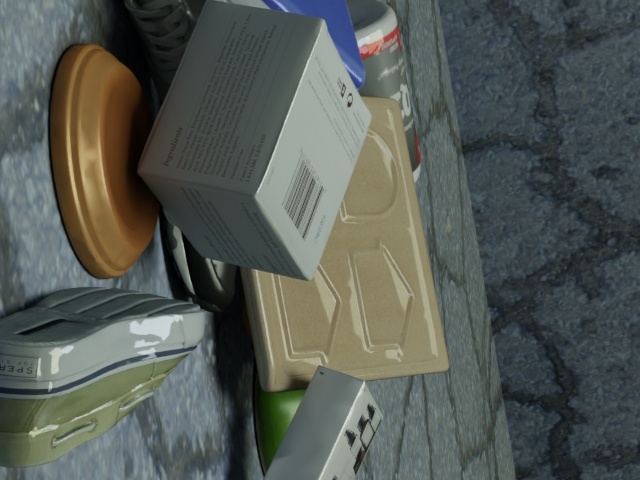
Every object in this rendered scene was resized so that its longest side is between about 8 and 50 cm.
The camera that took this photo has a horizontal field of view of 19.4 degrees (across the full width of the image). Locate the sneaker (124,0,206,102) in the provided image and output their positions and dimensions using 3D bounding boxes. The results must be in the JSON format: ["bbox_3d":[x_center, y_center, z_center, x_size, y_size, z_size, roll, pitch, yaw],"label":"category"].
[{"bbox_3d":[-0.141,-0.208,1.708,0.092,0.087,0.228,-38,115,-68],"label":"sneaker"}]

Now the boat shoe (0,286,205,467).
[{"bbox_3d":[-0.177,0.096,1.396,0.302,0.109,0.094,-15,115,-69],"label":"boat shoe"}]

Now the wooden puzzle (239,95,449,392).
[{"bbox_3d":[0.000,0.000,2.044,0.348,0.080,0.322,0,78,-53],"label":"wooden puzzle"}]

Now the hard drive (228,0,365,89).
[{"bbox_3d":[-0.080,-0.288,1.703,0.319,0.040,0.210,39,27,-41],"label":"hard drive"}]

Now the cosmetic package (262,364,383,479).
[{"bbox_3d":[-0.016,0.256,1.898,0.239,0.060,0.099,-64,154,-20],"label":"cosmetic package"}]

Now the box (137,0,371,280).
[{"bbox_3d":[-0.054,-0.087,1.655,0.181,0.119,0.182,59,47,-61],"label":"box"}]

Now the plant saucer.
[{"bbox_3d":[-0.176,-0.068,1.572,0.200,0.037,0.200,-6,90,-78],"label":"plant saucer"}]

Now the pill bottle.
[{"bbox_3d":[0.034,-0.135,2.267,0.161,0.161,0.283,-71,152,-62],"label":"pill bottle"}]

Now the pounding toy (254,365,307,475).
[{"bbox_3d":[0.002,0.220,2.084,0.183,0.110,0.236,41,44,-72],"label":"pounding toy"}]

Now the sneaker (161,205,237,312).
[{"bbox_3d":[-0.081,-0.075,1.798,0.107,0.124,0.283,39,47,-72],"label":"sneaker"}]
